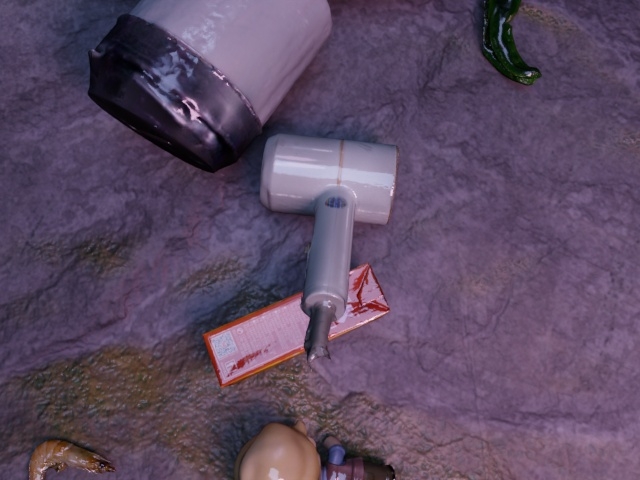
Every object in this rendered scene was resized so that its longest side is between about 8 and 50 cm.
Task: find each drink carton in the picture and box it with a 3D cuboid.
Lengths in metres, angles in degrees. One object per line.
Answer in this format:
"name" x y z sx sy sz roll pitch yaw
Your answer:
"drink carton" -0.028 0.107 0.782 0.223 0.096 0.071 -23 80 -4

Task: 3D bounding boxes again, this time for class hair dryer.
"hair dryer" 0.000 0.000 0.718 0.173 0.107 0.357 5 41 2

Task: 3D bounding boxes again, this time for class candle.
"candle" -0.118 -0.265 0.791 0.221 0.221 0.342 33 81 6

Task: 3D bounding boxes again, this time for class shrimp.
"shrimp" -0.314 0.298 0.782 0.114 0.023 0.083 9 82 7

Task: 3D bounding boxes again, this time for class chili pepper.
"chili pepper" 0.269 -0.308 0.888 0.073 0.050 0.182 1 81 -7

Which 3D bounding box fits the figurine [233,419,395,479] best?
"figurine" -0.007 0.287 0.757 0.196 0.108 0.114 10 89 -16
